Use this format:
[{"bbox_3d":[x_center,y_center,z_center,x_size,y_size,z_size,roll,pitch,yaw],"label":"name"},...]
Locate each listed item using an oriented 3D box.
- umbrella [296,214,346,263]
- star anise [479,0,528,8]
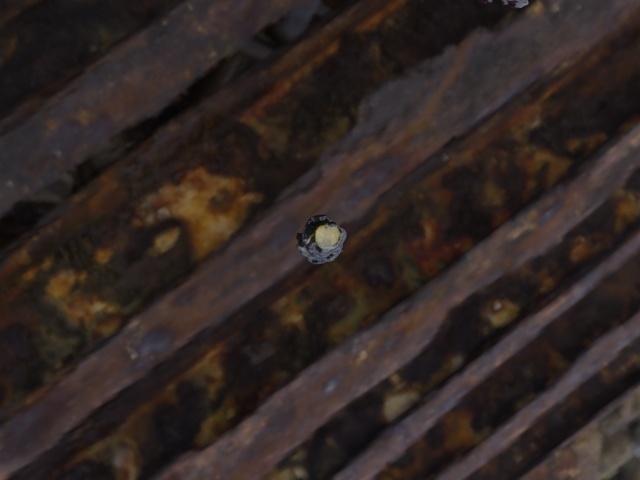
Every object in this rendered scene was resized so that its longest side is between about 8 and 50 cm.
[{"bbox_3d":[0.000,0.000,0.917,0.040,0.037,0.144,-47,180,-3],"label":"umbrella"},{"bbox_3d":[0.177,-0.276,1.076,0.190,0.070,0.097,10,106,-17],"label":"star anise"}]
